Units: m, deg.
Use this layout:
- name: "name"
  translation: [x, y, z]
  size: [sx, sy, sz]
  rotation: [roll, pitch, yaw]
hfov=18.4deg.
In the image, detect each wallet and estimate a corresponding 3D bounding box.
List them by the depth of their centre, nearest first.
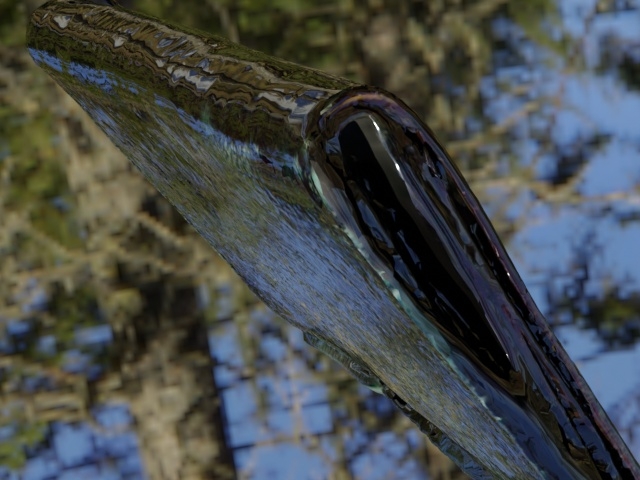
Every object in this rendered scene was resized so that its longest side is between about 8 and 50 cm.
- name: "wallet"
  translation: [0.000, 0.000, 0.620]
  size: [0.045, 0.172, 0.318]
  rotation: [-41, -160, -7]
